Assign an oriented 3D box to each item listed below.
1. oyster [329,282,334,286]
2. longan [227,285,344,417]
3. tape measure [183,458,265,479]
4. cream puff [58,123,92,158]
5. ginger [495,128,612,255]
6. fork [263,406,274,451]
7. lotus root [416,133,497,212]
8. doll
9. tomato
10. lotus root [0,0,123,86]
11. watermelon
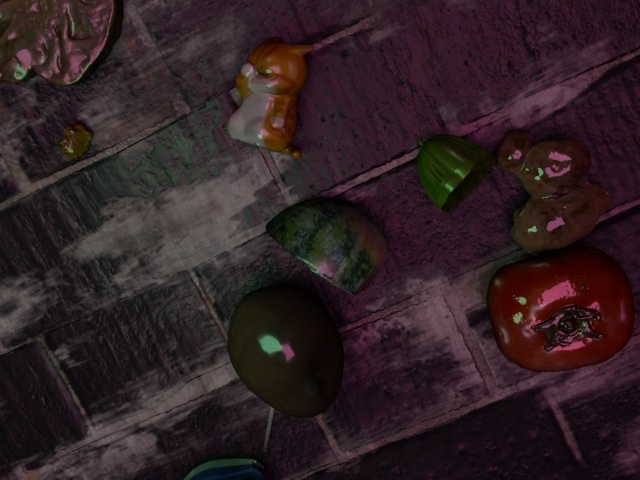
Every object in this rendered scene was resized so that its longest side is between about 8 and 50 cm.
[{"bbox_3d":[0.065,0.046,1.939,0.108,0.053,0.166,31,108,3],"label":"oyster"},{"bbox_3d":[-0.077,0.269,1.893,0.288,0.288,0.350,-26,109,9],"label":"longan"},{"bbox_3d":[-0.257,0.723,2.078,0.261,0.138,0.260,-3,102,4],"label":"tape measure"},{"bbox_3d":[-0.606,-0.244,1.910,0.058,0.083,0.083,17,124,45],"label":"cream puff"},{"bbox_3d":[0.542,-0.130,1.827,0.244,0.155,0.304,-17,94,14],"label":"ginger"},{"bbox_3d":[-0.131,0.453,2.065,0.039,0.021,0.235,12,105,5],"label":"fork"},{"bbox_3d":[0.293,-0.184,1.828,0.186,0.186,0.186,1,104,3],"label":"lotus root"},{"bbox_3d":[-0.116,-0.331,1.806,0.166,0.162,0.270,22,112,30],"label":"doll"},{"bbox_3d":[0.558,0.162,1.814,0.325,0.290,0.293,-19,100,9],"label":"tomato"},{"bbox_3d":[-0.657,-0.544,1.818,0.390,0.111,0.375,-6,98,7],"label":"lotus root"},{"bbox_3d":[0.000,0.000,1.862,0.305,0.224,0.180,34,139,16],"label":"watermelon"}]
